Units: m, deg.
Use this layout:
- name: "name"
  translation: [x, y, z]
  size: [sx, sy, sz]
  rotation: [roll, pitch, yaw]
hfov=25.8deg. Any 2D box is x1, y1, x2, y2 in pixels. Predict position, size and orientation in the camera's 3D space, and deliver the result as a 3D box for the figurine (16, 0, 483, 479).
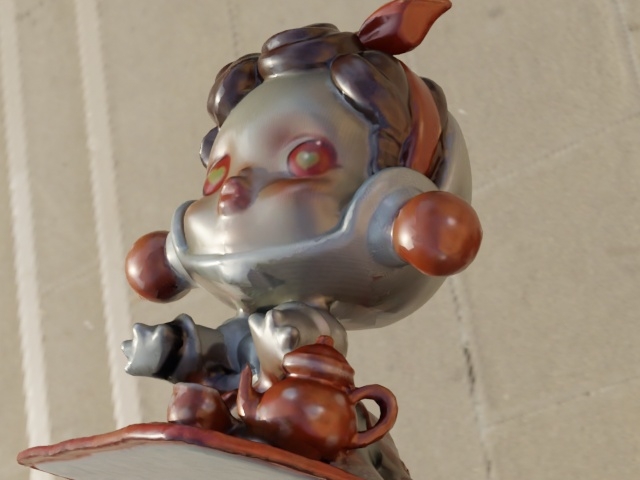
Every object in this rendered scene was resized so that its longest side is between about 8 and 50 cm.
- name: "figurine"
  translation: [0.000, 0.000, 0.580]
  size: [0.183, 0.160, 0.226]
  rotation: [-20, 52, 59]
